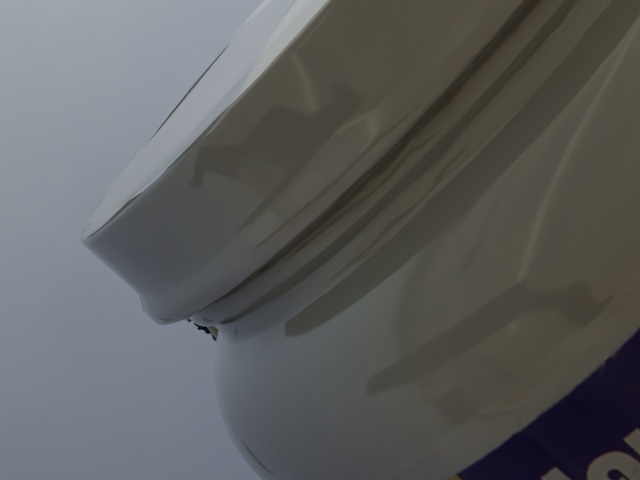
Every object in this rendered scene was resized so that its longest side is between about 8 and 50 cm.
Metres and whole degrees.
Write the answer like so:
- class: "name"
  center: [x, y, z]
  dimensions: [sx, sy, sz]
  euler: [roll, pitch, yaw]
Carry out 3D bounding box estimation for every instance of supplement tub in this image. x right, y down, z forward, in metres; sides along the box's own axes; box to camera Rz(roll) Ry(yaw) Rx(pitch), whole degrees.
- class: "supplement tub"
  center: [0.121, 0.031, 0.450]
  dimensions: [0.331, 0.241, 0.241]
  euler: [41, -115, -11]

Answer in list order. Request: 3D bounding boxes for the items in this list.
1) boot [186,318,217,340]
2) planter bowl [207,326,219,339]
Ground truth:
- class: "boot"
  center: [0.000, 0.000, 1.106]
  dimensions: [0.207, 0.246, 0.094]
  euler: [-18, -93, -23]
- class: "planter bowl"
  center: [-0.024, 0.002, 0.941]
  dimensions: [0.090, 0.217, 0.217]
  euler: [25, -116, -22]
